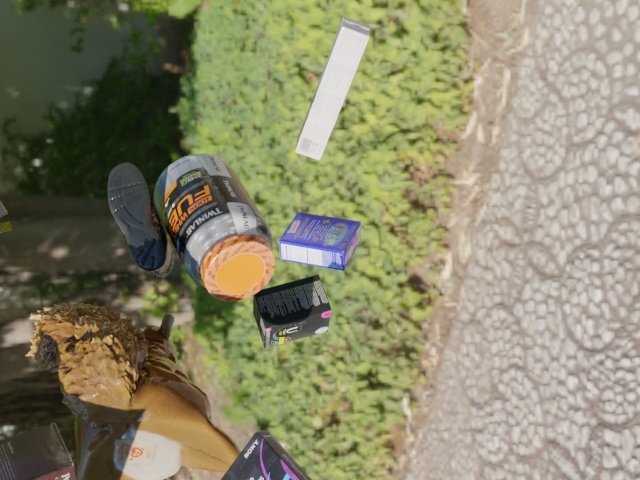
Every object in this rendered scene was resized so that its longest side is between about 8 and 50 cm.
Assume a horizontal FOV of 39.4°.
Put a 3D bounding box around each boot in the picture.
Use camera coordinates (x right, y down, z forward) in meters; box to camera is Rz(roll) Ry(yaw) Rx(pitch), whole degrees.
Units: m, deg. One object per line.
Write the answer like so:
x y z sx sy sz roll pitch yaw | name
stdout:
-0.378 -0.034 1.894 0.178 0.085 0.236 99 150 -79 | boot

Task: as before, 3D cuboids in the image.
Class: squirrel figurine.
-0.358 0.252 1.691 0.397 0.281 0.370 58 -172 -30 | squirrel figurine

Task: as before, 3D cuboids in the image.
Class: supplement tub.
-0.220 -0.028 1.878 0.316 0.193 0.194 54 143 45 | supplement tub

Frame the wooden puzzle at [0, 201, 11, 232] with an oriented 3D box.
-0.605 -0.056 1.590 0.116 0.078 0.014 61 156 9 | wooden puzzle

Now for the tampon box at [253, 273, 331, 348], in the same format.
-0.067 0.166 2.076 0.120 0.161 0.101 97 156 -60 | tampon box

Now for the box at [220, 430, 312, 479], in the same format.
-0.051 0.314 1.019 0.162 0.029 0.116 42 102 32 | box

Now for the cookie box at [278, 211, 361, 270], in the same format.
0.000 0.000 1.400 0.092 0.107 0.040 -58 -27 -51 | cookie box

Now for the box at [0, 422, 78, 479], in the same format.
-0.605 0.512 1.821 0.167 0.203 0.168 37 139 53 | box

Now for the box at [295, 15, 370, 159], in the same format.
0.024 -0.326 1.950 0.063 0.067 0.324 -83 13 -54 | box
